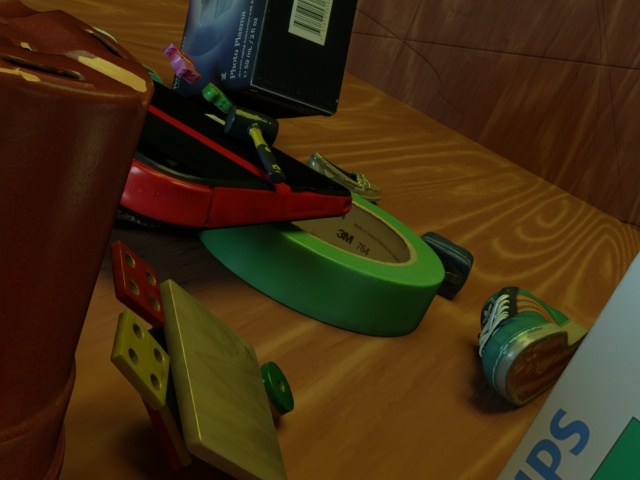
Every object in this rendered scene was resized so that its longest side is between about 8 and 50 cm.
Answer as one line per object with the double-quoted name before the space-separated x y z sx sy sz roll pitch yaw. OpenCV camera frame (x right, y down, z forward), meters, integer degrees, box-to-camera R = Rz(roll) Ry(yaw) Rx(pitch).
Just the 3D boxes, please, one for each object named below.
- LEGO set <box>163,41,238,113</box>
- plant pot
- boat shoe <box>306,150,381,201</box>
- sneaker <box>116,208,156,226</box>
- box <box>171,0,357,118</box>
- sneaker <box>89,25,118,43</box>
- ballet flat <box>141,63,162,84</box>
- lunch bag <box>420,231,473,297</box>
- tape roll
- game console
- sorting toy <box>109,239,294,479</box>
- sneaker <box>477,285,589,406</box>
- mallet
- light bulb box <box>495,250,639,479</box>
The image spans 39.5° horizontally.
"LEGO set" -0.175 -0.193 1.404 0.227 0.087 0.093 39 17 -31
"plant pot" -0.236 -0.011 0.509 0.272 0.265 0.272 24 18 -8
"boat shoe" 0.045 -0.110 1.557 0.153 0.048 0.056 20 19 -20
"sneaker" -0.245 -0.051 0.988 0.162 0.063 0.073 16 1 -40
"box" -0.099 -0.371 1.543 0.182 0.296 0.294 13 -5 -34
"sneaker" -0.426 -0.327 1.495 0.185 0.069 0.084 10 32 -27
"ballet flat" -0.379 -0.243 1.288 0.316 0.108 0.106 17 -1 -43
"lunch bag" 0.169 0.033 1.293 0.098 0.067 0.065 27 17 7
"tape roll" 0.000 0.000 1.133 0.321 0.077 0.321 23 18 -8
"game console" -0.192 -0.117 1.030 0.386 0.060 0.342 32 17 28
"sorting toy" -0.087 0.112 0.639 0.274 0.046 0.132 50 17 -52
"sneaker" 0.236 0.121 1.090 0.121 0.108 0.302 34 11 24
"mallet" -0.075 -0.108 1.003 0.062 0.039 0.190 19 19 -14
"light bulb box" 0.331 0.195 0.576 0.361 0.358 0.225 38 19 35
